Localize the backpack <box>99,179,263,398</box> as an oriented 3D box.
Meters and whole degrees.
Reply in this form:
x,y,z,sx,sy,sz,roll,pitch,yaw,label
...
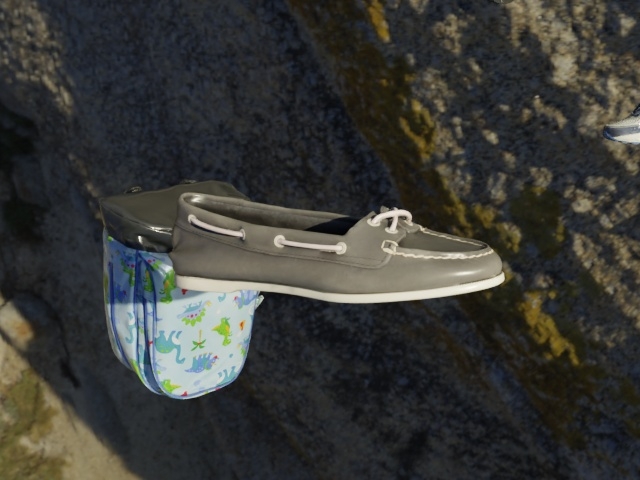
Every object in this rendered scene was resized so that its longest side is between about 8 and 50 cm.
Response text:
x,y,z,sx,sy,sz,roll,pitch,yaw,label
-0.248,0.103,1.395,0.273,0.290,0.355,40,123,31,backpack

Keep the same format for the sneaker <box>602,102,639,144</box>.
x,y,z,sx,sy,sz,roll,pitch,yaw,label
0.349,-0.139,0.800,0.052,0.135,0.058,-117,8,-72,sneaker

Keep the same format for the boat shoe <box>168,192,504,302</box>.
x,y,z,sx,sy,sz,roll,pitch,yaw,label
0.000,0.000,0.737,0.335,0.112,0.095,0,100,24,boat shoe

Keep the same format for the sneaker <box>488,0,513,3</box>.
x,y,z,sx,sy,sz,roll,pitch,yaw,label
0.151,-0.311,0.898,0.089,0.170,0.051,32,116,40,sneaker
